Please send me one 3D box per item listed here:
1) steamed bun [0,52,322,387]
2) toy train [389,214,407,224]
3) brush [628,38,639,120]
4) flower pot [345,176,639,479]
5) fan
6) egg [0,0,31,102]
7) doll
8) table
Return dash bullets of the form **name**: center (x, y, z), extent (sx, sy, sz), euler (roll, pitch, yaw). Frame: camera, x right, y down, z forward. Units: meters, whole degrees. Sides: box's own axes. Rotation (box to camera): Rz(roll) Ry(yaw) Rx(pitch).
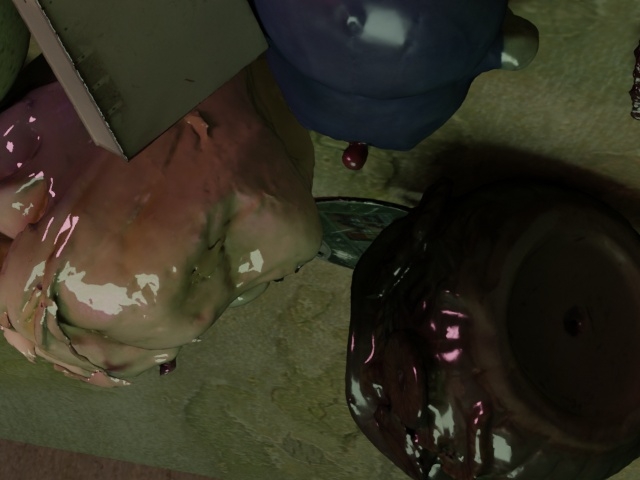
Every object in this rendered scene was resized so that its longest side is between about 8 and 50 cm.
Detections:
- **steamed bun**: center (-0.157, -0.056, 1.448), extent (0.268, 0.280, 0.207), euler (-24, 140, 18)
- **toy train**: center (0.165, 0.020, 1.895), extent (0.252, 0.055, 0.048), euler (20, 170, -26)
- **brush**: center (0.252, -0.099, 1.478), extent (0.036, 0.043, 0.248), euler (14, 165, 12)
- **flower pot**: center (0.155, 0.086, 1.725), extent (0.302, 0.302, 0.213), euler (19, 162, -27)
- **fan**: center (0.014, -0.007, 1.957), extent (0.294, 0.012, 0.223), euler (10, 163, -4)
- **egg**: center (-0.285, -0.165, 1.354), extent (0.177, 0.177, 0.228), euler (14, 146, -10)
- **doll**: center (0.030, -0.155, 1.280), extent (0.228, 0.154, 0.258), euler (12, 157, 7)
- **table**: center (-0.148, -0.186, 1.177), extent (0.111, 0.121, 0.240), euler (29, 153, 48)
